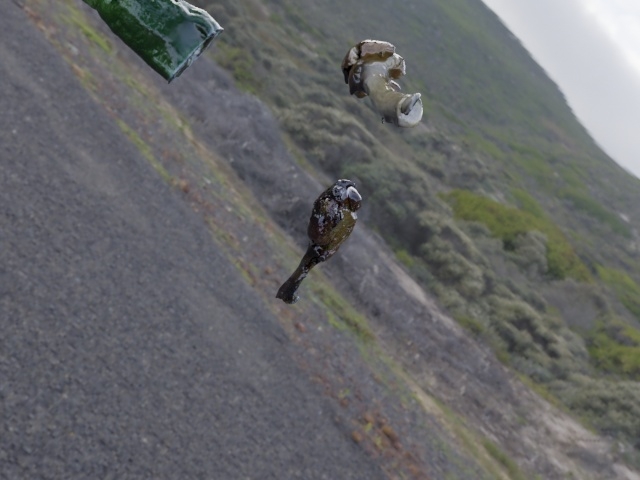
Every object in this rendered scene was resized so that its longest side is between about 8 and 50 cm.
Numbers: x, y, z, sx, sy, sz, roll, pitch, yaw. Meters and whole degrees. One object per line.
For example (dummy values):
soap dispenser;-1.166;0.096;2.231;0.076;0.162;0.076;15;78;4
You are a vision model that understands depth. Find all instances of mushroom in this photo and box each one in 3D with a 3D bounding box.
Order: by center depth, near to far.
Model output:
mushroom;0.065;-0.140;0.725;0.187;0.062;0.060;-116;-163;-60

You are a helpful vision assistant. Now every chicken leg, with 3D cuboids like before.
chicken leg;0.000;0.000;1.135;0.051;0.253;0.106;39;47;13

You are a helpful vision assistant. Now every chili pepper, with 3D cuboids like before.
chili pepper;-0.309;-0.398;1.325;0.270;0.136;0.099;41;-2;-10
